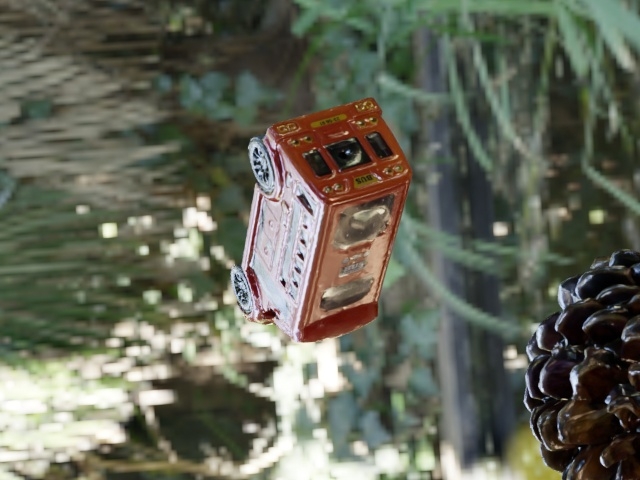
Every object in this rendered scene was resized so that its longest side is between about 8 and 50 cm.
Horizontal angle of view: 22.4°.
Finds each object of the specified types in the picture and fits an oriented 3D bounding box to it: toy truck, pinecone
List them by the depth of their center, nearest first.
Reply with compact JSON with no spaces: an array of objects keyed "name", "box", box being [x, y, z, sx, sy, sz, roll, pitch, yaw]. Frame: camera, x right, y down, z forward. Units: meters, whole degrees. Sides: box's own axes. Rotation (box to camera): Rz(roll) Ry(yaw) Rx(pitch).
[{"name":"toy truck","box":[0.000,0.000,1.370,0.114,0.107,0.252,57,154,31]},{"name":"pinecone","box":[0.340,0.172,1.707,0.296,0.242,0.298,-82,-33,-79]}]
